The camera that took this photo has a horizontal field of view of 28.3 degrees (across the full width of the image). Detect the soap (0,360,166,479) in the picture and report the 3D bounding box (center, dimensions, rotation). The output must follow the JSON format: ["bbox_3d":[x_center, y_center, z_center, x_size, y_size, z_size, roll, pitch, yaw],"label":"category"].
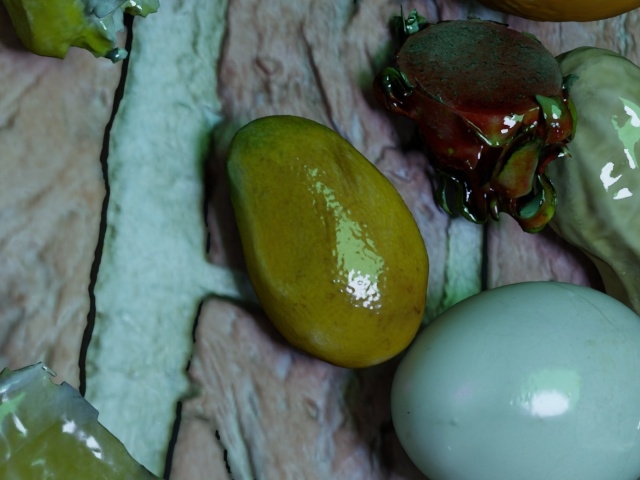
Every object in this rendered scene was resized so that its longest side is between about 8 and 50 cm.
[{"bbox_3d":[-0.166,0.178,0.584,0.135,0.076,0.233,47,50,-21],"label":"soap"}]

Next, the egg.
[{"bbox_3d":[0.135,0.101,0.815,0.209,0.151,0.151,0,77,-41],"label":"egg"}]

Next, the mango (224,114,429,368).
[{"bbox_3d":[0.006,0.000,0.784,0.115,0.089,0.165,-17,84,-33],"label":"mango"}]

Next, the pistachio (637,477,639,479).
[{"bbox_3d":[0.274,0.170,0.922,0.215,0.144,0.144,-37,101,-47],"label":"pistachio"}]

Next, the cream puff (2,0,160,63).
[{"bbox_3d":[-0.099,-0.222,0.704,0.195,0.194,0.221,57,46,-11],"label":"cream puff"}]

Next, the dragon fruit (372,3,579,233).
[{"bbox_3d":[0.112,-0.081,0.889,0.138,0.142,0.175,-12,107,-4],"label":"dragon fruit"}]

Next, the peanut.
[{"bbox_3d":[0.241,-0.016,0.972,0.125,0.111,0.274,-38,101,-37],"label":"peanut"}]

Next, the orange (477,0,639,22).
[{"bbox_3d":[0.181,-0.288,0.925,0.261,0.261,0.261,14,68,-37],"label":"orange"}]
